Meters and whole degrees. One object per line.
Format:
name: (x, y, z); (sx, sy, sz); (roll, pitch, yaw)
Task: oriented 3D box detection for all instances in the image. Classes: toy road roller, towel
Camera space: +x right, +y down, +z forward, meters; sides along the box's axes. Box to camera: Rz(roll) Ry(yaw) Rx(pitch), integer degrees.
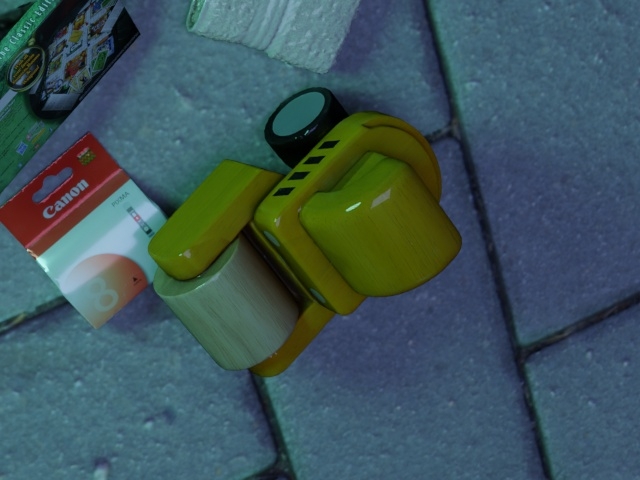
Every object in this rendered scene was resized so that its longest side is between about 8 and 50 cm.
toy road roller: (0.000, 0.000, 2.014); (0.329, 0.240, 0.202); (-47, 122, -14)
towel: (-0.015, -0.331, 2.001); (0.187, 0.049, 0.282); (16, 104, -27)

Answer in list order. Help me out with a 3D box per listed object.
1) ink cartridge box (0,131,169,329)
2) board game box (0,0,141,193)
ink cartridge box: (-0.251, -0.009, 2.037); (0.145, 0.045, 0.179); (-41, 124, -4)
board game box: (-0.299, -0.162, 1.893); (0.259, 0.030, 0.136); (-51, 152, -14)
